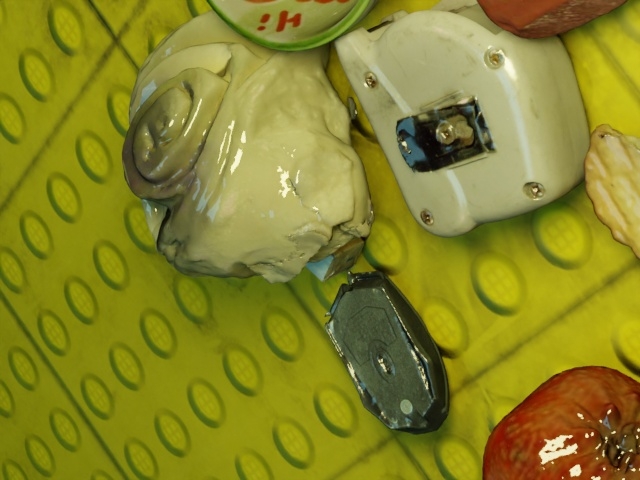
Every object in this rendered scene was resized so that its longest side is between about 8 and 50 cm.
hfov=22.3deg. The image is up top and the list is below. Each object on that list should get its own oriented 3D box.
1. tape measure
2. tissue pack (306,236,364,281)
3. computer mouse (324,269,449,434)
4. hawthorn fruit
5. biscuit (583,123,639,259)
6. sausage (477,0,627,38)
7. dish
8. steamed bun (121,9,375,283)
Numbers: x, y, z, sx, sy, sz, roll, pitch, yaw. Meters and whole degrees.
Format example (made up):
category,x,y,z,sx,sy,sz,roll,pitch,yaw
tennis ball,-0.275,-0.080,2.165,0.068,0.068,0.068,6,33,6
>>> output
category,x,y,z,sx,sy,sz,roll,pitch,yaw
tape measure,0.156,-0.144,1.771,0.265,0.130,0.258,-19,96,50
tissue pack,0.000,0.000,2.065,0.094,0.074,0.059,43,130,22
computer mouse,0.093,0.139,2.055,0.126,0.071,0.231,-42,72,37
hawthorn fruit,0.312,0.309,1.796,0.287,0.287,0.330,36,149,26
biscuit,0.346,-0.041,1.684,0.183,0.061,0.118,44,140,22
sausage,0.241,-0.283,1.582,0.254,0.148,0.148,-19,98,58
dish,-0.014,-0.382,1.814,0.324,0.124,0.324,17,117,38
steamed bun,-0.122,-0.111,1.944,0.394,0.237,0.347,36,120,46
